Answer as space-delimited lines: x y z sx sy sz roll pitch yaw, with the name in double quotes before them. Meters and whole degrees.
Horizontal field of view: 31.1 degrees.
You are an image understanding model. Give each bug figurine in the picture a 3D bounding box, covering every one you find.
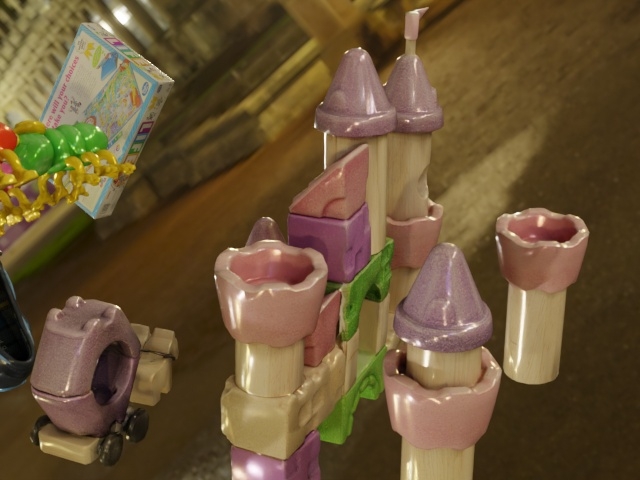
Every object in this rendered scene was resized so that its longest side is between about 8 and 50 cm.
"bug figurine" -0.281 -0.043 0.872 0.279 0.072 0.216 -19 -4 40

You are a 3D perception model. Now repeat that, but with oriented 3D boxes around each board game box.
"board game box" -0.212 -0.113 1.088 0.026 0.103 0.154 -19 -37 -60

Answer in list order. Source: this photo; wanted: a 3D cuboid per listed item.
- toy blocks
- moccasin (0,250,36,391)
"toy blocks" 0.000 0.000 0.759 0.308 0.260 0.288 10 26 22
"moccasin" -0.466 0.032 1.535 0.137 0.342 0.117 -35 3 -38
